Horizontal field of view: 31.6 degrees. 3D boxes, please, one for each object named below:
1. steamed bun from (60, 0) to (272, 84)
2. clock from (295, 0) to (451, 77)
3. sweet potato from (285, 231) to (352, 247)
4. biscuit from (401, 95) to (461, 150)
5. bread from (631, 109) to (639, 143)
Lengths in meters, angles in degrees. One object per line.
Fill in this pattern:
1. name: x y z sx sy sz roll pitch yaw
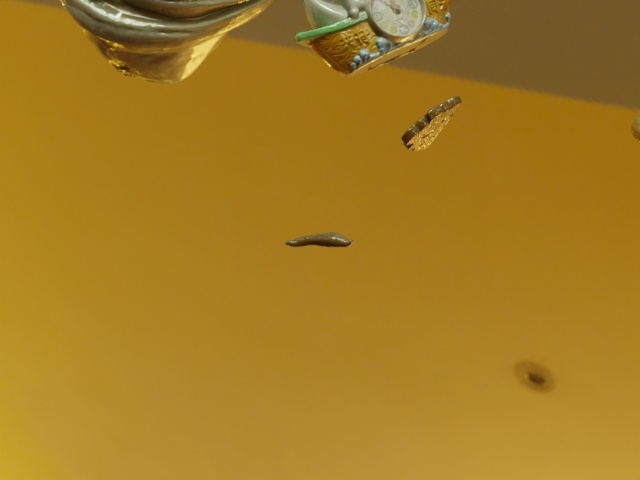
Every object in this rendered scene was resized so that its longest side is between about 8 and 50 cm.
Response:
1. steamed bun: -0.242 -0.407 1.603 0.324 0.219 0.310 -36 -92 13
2. clock: 0.067 -0.284 1.330 0.144 0.231 0.103 65 -23 0
3. sweet potato: 0.000 0.000 1.737 0.115 0.026 0.026 -2 -49 28
4. biscuit: 0.120 -0.125 1.249 0.016 0.082 0.092 49 -10 11
5. bread: 0.438 -0.115 1.225 0.077 0.116 0.200 22 17 -37
